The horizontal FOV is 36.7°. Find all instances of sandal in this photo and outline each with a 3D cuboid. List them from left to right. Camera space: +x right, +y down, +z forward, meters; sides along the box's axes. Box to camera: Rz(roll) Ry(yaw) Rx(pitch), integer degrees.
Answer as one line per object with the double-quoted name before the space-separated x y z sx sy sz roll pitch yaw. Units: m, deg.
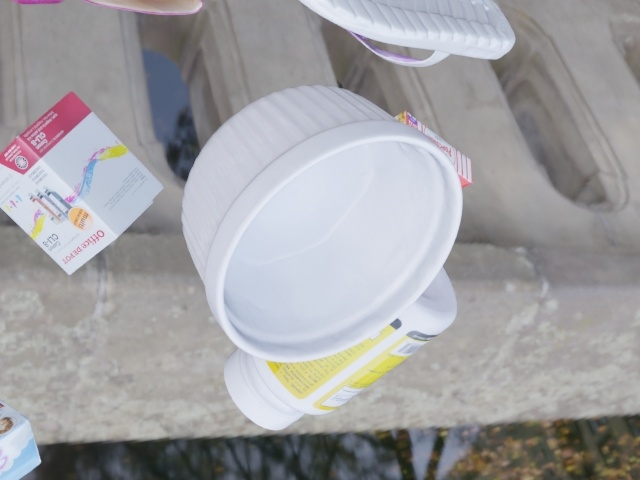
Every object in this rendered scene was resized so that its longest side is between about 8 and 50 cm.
"sandal" 0.104 -0.301 1.332 0.416 0.169 0.102 7 139 -34

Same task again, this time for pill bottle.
"pill bottle" 0.018 0.132 1.397 0.188 0.188 0.334 24 126 -41

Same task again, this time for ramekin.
"ramekin" -0.007 -0.019 0.731 0.207 0.109 0.207 -21 136 -22

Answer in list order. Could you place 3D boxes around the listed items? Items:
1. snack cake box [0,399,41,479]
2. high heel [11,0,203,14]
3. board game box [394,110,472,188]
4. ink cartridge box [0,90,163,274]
"snack cake box" -0.518 0.301 1.241 0.264 0.152 0.089 -36 137 -41
"high heel" -0.167 -0.206 0.781 0.082 0.244 0.117 -40 104 20
"board game box" 0.095 -0.092 1.376 0.146 0.045 0.193 30 137 -34
"ink cartridge box" -0.325 -0.073 1.261 0.176 0.127 0.128 47 130 -13
